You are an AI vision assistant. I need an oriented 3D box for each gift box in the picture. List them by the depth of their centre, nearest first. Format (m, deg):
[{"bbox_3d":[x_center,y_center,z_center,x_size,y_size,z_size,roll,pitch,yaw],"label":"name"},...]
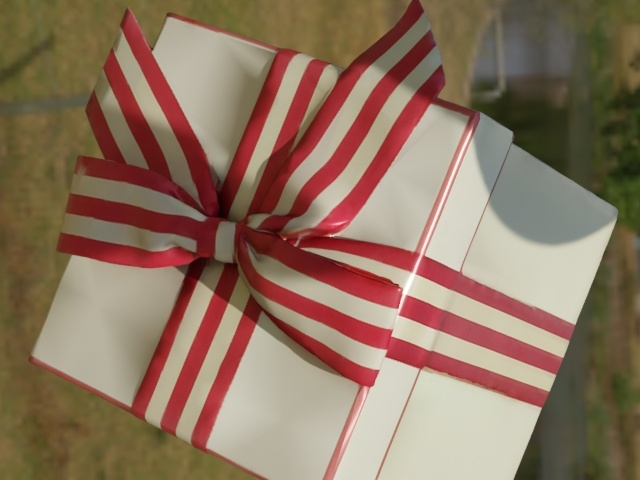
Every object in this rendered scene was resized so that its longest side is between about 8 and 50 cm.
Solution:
[{"bbox_3d":[0.000,0.000,0.980,0.258,0.255,0.276,20,86,-58],"label":"gift box"}]
